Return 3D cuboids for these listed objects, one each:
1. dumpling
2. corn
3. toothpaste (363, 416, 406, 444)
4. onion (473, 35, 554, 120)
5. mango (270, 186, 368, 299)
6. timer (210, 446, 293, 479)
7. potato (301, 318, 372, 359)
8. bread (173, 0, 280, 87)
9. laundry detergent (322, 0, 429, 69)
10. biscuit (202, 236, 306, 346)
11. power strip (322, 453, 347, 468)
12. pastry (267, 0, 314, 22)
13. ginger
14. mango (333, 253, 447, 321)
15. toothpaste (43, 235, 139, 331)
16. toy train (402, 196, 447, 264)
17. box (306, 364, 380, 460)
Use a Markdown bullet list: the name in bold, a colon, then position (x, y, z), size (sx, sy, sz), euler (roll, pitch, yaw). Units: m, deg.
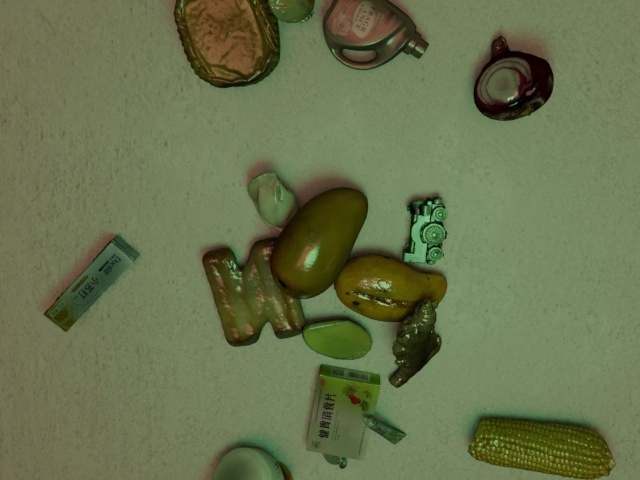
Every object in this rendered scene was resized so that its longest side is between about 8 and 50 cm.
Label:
- **dumpling**: position (-0.129, -0.089, 1.385), size (0.134, 0.169, 0.100), euler (10, 66, 31)
- **corn**: position (0.607, 0.570, 1.499), size (0.386, 0.144, 0.144), euler (9, 107, 5)
- **toothpaste**: position (0.181, 0.540, 1.542), size (0.048, 0.029, 0.197), euler (-42, 128, 9)
- **onion**: position (0.440, -0.368, 1.244), size (0.173, 0.135, 0.199), euler (-15, 66, 27)
- **mango**: position (0.000, 0.000, 1.342), size (0.173, 0.211, 0.317), euler (35, 89, 26)
- **timer**: position (-0.224, 0.719, 1.556), size (0.233, 0.234, 0.240), euler (-37, 144, 14)
- **potato**: position (0.043, 0.264, 1.486), size (0.197, 0.054, 0.120), euler (3, 109, -8)
- **bread**: position (-0.210, -0.481, 1.250), size (0.227, 0.142, 0.254), euler (-12, 102, 10)
- **laundry detergent**: position (0.120, -0.471, 1.259), size (0.237, 0.076, 0.171), euler (33, 108, -7)
- **biscuit**: position (-0.178, 0.143, 1.475), size (0.236, 0.062, 0.291), euler (-14, 106, 8)
- **power strip**: position (0.046, 0.651, 1.630), size (0.083, 0.035, 0.055), euler (36, 107, 8)
- **pastry**: position (-0.066, -0.570, 1.204), size (0.088, 0.166, 0.166), euler (-2, 107, 19)
- **ginger**: position (0.256, 0.276, 1.422), size (0.166, 0.080, 0.333), euler (-24, 137, -13)
- **mango**: position (0.181, 0.130, 1.408), size (0.294, 0.120, 0.177), euler (12, 109, 1)
- **toothpaste**: position (-0.638, 0.121, 1.508), size (0.313, 0.071, 0.089), euler (-43, 103, 15)
- **toy train**: position (0.268, -0.025, 1.382), size (0.104, 0.071, 0.178), euler (4, 106, 8)
- **box**: position (0.064, 0.498, 1.561), size (0.175, 0.062, 0.261), euler (10, 108, 1)
